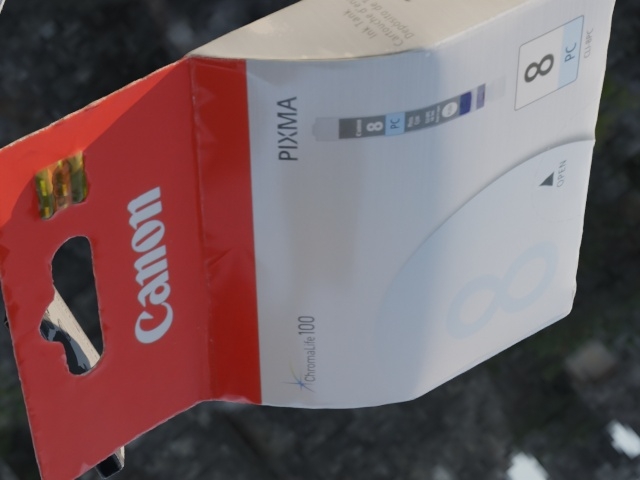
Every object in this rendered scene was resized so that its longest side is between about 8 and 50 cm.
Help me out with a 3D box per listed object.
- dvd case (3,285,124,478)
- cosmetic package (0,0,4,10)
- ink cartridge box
[{"bbox_3d":[-0.249,0.118,1.727,0.029,0.179,0.239,-30,-166,-1],"label":"dvd case"},{"bbox_3d":[-0.319,-0.275,1.518,0.231,0.117,0.085,-95,-151,-54],"label":"cosmetic package"},{"bbox_3d":[0.000,0.000,1.070,0.385,0.091,0.308,-28,143,-24],"label":"ink cartridge box"}]
